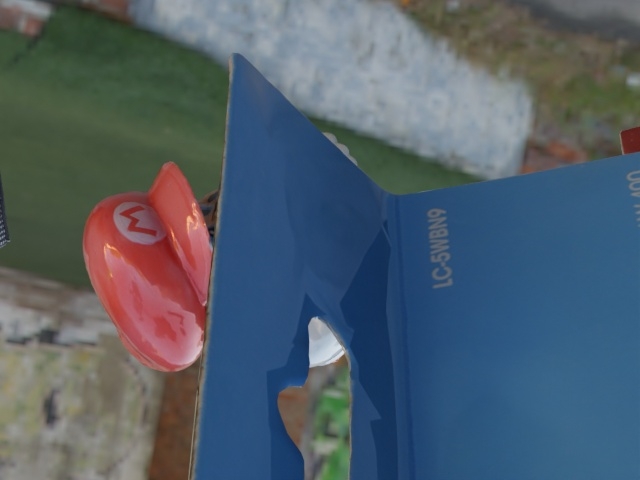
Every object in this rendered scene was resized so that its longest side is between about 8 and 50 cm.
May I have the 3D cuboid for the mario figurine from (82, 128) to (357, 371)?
[{"bbox_3d":[0.000,0.000,1.083,0.320,0.170,0.198,3,176,-36],"label":"mario figurine"}]

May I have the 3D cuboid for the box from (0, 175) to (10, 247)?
[{"bbox_3d":[-0.312,-0.057,1.067,0.060,0.216,0.270,5,-159,26],"label":"box"}]

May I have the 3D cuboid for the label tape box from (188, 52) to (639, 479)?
[{"bbox_3d":[0.117,0.101,0.421,0.106,0.240,0.334,-31,123,23],"label":"label tape box"}]

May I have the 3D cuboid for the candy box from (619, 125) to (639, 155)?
[{"bbox_3d":[0.312,0.046,1.249,0.087,0.183,0.316,-13,156,19],"label":"candy box"}]
